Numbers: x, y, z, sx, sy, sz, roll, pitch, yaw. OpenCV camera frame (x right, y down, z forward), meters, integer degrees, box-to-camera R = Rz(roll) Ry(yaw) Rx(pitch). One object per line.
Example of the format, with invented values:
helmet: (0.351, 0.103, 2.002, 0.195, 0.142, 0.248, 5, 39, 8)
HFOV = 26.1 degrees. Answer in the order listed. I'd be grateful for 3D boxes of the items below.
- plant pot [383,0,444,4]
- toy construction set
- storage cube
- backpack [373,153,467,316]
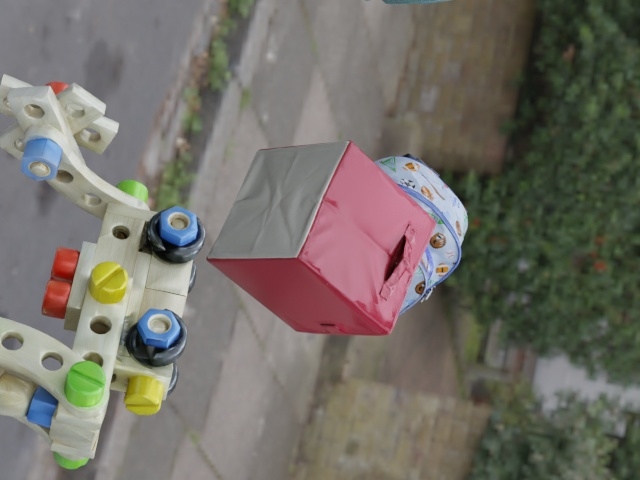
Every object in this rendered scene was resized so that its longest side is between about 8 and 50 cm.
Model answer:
plant pot: (0.130, -0.475, 1.637, 0.341, 0.341, 0.334, -57, 138, -59)
toy construction set: (-0.207, 0.035, 1.089, 0.151, 0.215, 0.328, 116, -16, -65)
storage cube: (0.000, 0.000, 1.824, 0.193, 0.215, 0.184, 41, 63, -36)
backpack: (0.107, -0.004, 2.314, 0.263, 0.276, 0.213, -41, -159, 27)
